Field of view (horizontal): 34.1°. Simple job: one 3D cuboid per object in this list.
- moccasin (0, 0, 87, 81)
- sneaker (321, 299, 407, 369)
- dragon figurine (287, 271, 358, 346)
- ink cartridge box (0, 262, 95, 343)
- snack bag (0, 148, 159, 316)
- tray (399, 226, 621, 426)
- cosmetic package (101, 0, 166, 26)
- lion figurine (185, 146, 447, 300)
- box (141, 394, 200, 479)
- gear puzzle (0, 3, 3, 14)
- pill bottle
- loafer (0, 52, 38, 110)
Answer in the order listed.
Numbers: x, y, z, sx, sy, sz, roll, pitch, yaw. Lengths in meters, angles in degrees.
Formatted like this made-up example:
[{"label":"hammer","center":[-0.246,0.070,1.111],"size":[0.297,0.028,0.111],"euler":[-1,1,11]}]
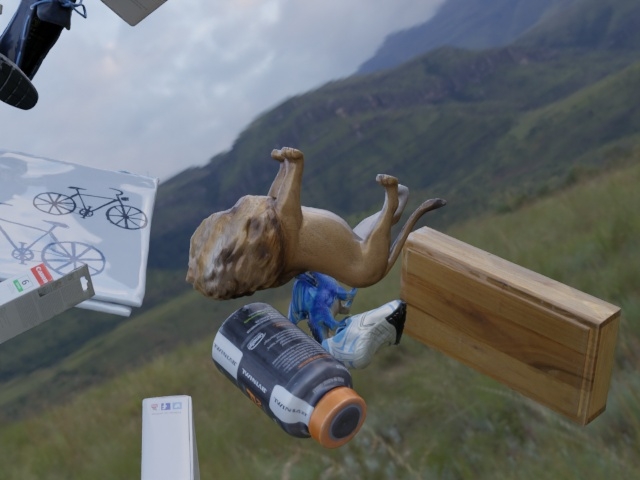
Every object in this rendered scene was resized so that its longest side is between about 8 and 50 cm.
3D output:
[{"label":"moccasin","center":[-0.568,-0.479,2.217],"size":[0.137,0.117,0.342],"euler":[9,-63,-51]},{"label":"sneaker","center":[0.081,0.150,1.752],"size":[0.086,0.085,0.237],"euler":[14,20,25]},{"label":"dragon figurine","center":[-0.017,0.125,1.901],"size":[0.085,0.144,0.289],"euler":[109,178,-50]},{"label":"ink cartridge box","center":[-0.297,0.058,1.091],"size":[0.115,0.029,0.063],"euler":[-28,-31,-21]},{"label":"snack bag","center":[-0.409,-0.028,1.530],"size":[0.342,0.323,0.037],"euler":[-95,19,-55]},{"label":"tray","center":[0.313,0.141,1.820],"size":[0.076,0.411,0.203],"euler":[-25,-53,-39]},{"label":"cosmetic package","center":[-0.245,-0.565,1.789],"size":[0.365,0.197,0.155],"euler":[-30,-45,22]},{"label":"lion figurine","center":[0.000,0.000,1.590],"size":[0.392,0.240,0.142],"euler":[13,-1,-20]},{"label":"box","center":[-0.144,0.353,1.053],"size":[0.058,0.322,0.232],"euler":[-3,-49,-5]},{"label":"gear puzzle","center":[-0.756,-0.450,2.219],"size":[0.175,0.339,0.044],"euler":[-8,-19,30]},{"label":"pill bottle","center":[-0.042,0.202,1.532],"size":[0.130,0.245,0.130],"euler":[-24,-49,-31]},{"label":"loafer","center":[-0.507,-0.270,1.627],"size":[0.062,0.170,0.061],"euler":[-46,9,15]}]
